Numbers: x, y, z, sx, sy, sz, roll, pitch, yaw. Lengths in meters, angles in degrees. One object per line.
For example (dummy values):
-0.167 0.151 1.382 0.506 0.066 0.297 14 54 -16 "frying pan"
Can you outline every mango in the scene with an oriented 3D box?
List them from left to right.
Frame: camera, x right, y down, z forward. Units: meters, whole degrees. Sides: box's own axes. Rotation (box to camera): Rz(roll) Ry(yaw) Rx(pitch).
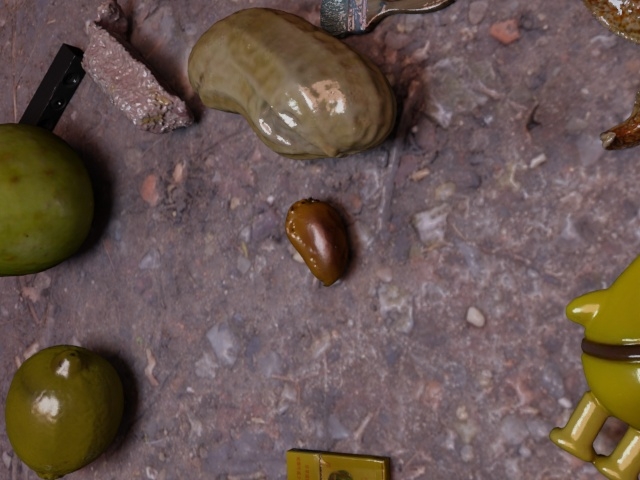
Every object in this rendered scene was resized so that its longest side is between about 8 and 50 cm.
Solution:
0.000 0.000 1.001 0.077 0.063 0.127 -27 82 21 "mango"

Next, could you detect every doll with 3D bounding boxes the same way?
0.370 0.084 0.749 0.199 0.145 0.363 30 100 12 "doll"

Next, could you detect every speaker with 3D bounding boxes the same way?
-0.479 -0.258 1.286 0.046 0.040 0.191 46 110 24 "speaker"

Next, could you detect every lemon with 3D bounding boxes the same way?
-0.412 0.276 1.161 0.184 0.184 0.248 29 113 26 "lemon"

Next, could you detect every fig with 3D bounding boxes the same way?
-0.541 -0.064 1.164 0.258 0.326 0.258 16 109 58 "fig"

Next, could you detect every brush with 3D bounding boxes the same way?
0.089 -0.318 0.985 0.196 0.021 0.070 3 90 27 "brush"

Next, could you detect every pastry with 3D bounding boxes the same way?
-0.308 -0.263 1.155 0.112 0.103 0.265 -37 65 5 "pastry"

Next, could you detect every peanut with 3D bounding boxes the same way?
-0.044 -0.219 0.983 0.340 0.158 0.174 41 137 28 "peanut"

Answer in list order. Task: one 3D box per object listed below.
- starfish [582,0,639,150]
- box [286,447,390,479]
0.423 -0.199 0.742 0.312 0.113 0.303 -32 68 25 "starfish"
0.024 0.340 1.003 0.155 0.023 0.086 -4 85 29 "box"
